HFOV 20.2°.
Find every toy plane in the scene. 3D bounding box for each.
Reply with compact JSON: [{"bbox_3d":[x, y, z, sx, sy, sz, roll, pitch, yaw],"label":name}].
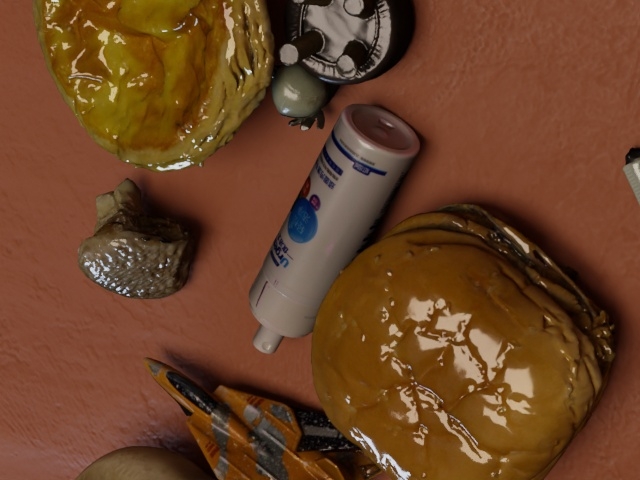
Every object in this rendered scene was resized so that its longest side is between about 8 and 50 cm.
[{"bbox_3d":[-0.088,0.224,2.016,0.316,0.204,0.103,31,160,37],"label":"toy plane"}]

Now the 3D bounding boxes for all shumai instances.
[{"bbox_3d":[-0.209,-0.007,2.022,0.145,0.145,0.116,-32,50,35],"label":"shumai"}]

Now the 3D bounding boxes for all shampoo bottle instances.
[{"bbox_3d":[0.000,0.000,1.896,0.092,0.092,0.303,39,122,16],"label":"shampoo bottle"}]

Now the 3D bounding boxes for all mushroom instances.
[{"bbox_3d":[-0.209,0.377,2.063,0.260,0.234,0.254,51,128,8],"label":"mushroom"}]

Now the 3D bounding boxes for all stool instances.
[{"bbox_3d":[0.007,-0.198,1.812,0.125,0.121,0.217,42,119,6],"label":"stool"}]

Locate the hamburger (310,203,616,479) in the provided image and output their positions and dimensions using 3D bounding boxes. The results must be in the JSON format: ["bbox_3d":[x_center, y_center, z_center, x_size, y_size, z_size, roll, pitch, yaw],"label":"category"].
[{"bbox_3d":[0.136,0.117,1.809,0.318,0.158,0.318,9,109,28],"label":"hamburger"}]

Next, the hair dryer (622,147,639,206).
[{"bbox_3d":[0.356,0.013,1.702,0.131,0.073,0.236,-28,80,34],"label":"hair dryer"}]

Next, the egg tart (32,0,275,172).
[{"bbox_3d":[-0.162,-0.234,1.884,0.341,0.132,0.341,17,118,35],"label":"egg tart"}]
